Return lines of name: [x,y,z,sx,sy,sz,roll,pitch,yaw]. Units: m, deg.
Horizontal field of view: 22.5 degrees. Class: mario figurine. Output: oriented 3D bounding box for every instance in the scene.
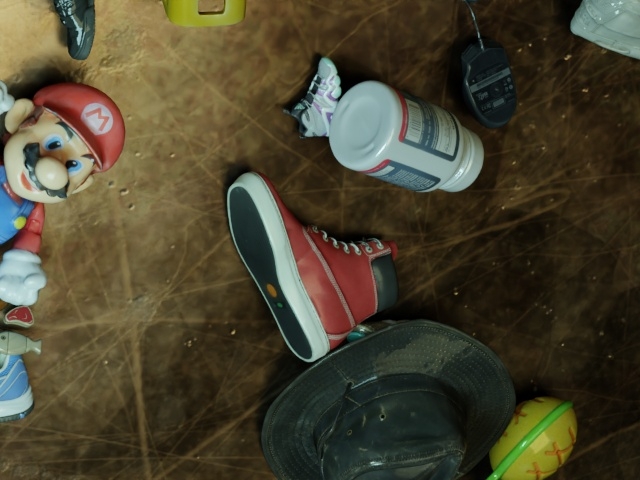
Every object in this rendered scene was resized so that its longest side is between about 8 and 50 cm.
mario figurine: [-0.346,-0.047,1.724,0.320,0.170,0.198,-38,154,4]

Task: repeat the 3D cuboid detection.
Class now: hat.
hat: [0.096,0.261,2.008,0.331,0.134,0.331,-5,125,-7]

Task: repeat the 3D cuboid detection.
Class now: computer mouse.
computer mouse: [0.183,-0.248,1.948,0.071,0.041,0.242,-25,111,-22]

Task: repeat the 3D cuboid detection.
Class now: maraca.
maraca: [0.270,0.281,2.146,0.185,0.099,0.127,-48,162,12]

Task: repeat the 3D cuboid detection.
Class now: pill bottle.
pill bottle: [0.107,-0.116,1.911,0.180,0.108,0.108,17,103,-44]

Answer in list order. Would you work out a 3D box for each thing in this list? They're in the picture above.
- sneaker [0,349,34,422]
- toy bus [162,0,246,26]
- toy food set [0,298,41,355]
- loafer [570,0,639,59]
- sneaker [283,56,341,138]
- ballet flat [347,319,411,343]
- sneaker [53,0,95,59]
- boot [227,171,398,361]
sneaker: [-0.434,0.172,1.837,0.211,0.080,0.081,-9,107,-29]
toy bus: [-0.121,-0.326,1.724,0.191,0.104,0.202,-39,131,17]
toy food set: [-0.378,0.092,1.836,0.122,0.019,0.078,1,68,-27]
loafer: [0.455,-0.259,2.023,0.319,0.112,0.111,16,139,-28]
sneaker: [-0.012,-0.165,1.894,0.069,0.038,0.098,-12,113,-19]
ballet flat: [0.115,0.142,2.060,0.206,0.073,0.067,39,66,-32]
sneaker: [-0.286,-0.282,1.733,0.089,0.051,0.170,2,104,-23]
boot: [0.000,0.000,1.949,0.176,0.088,0.244,-34,110,-26]
